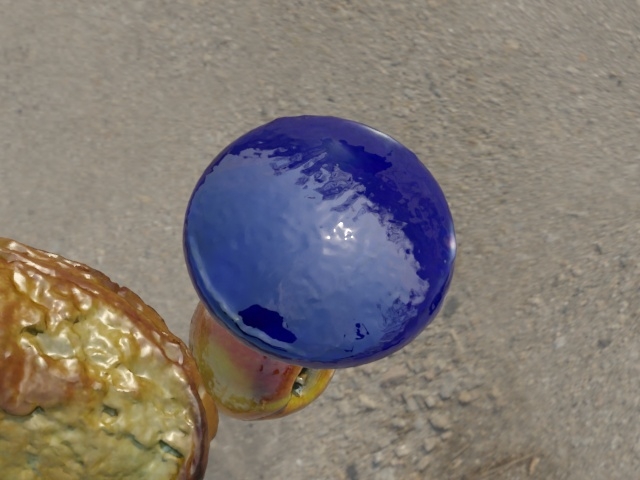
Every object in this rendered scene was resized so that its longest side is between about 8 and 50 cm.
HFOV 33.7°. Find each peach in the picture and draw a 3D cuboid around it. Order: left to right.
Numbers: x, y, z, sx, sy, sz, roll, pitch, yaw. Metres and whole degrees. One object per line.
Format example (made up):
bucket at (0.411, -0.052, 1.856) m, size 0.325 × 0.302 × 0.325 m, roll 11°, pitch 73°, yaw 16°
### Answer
peach at (-0.105, 0.167, 1.760) m, size 0.280 × 0.238 × 0.281 m, roll -13°, pitch 58°, yaw 21°

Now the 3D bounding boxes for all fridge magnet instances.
fridge magnet at (0.000, 0.000, 1.019) m, size 0.265 × 0.113 × 0.266 m, roll 3°, pitch 64°, yaw -5°

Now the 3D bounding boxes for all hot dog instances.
hot dog at (-0.196, 0.089, 0.635) m, size 0.259 × 0.114 × 0.175 m, roll 29°, pitch 111°, yaw -23°
